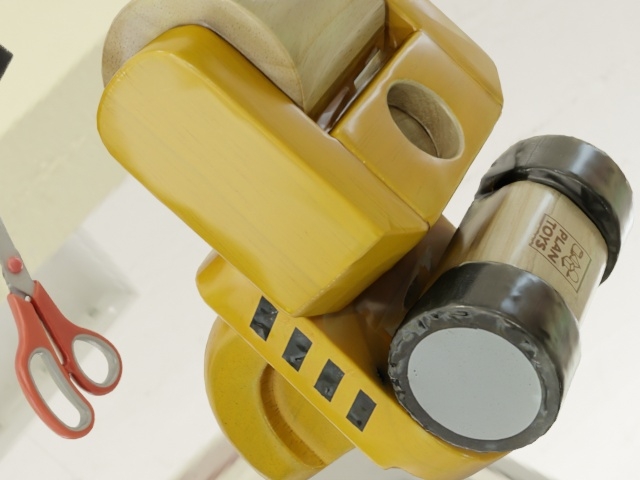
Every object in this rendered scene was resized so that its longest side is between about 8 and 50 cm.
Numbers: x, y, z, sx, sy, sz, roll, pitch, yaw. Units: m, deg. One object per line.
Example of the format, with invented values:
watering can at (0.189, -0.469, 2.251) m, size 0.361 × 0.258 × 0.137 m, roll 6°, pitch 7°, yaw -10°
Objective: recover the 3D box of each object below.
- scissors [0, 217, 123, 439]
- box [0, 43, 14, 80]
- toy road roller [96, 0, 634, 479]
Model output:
scissors at (-0.276, 0.043, 1.226) m, size 0.109 × 0.021 × 0.297 m, roll -47°, pitch -67°, yaw -42°
box at (-0.396, -0.051, 0.833) m, size 0.183 × 0.296 × 0.294 m, roll 37°, pitch -105°, yaw -50°
toy road roller at (0.000, 0.000, 0.785) m, size 0.240 × 0.329 × 0.202 m, roll -41°, pitch 8°, yaw 38°
